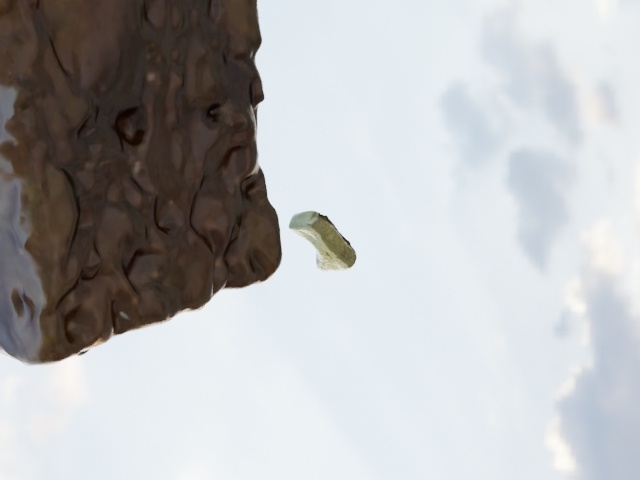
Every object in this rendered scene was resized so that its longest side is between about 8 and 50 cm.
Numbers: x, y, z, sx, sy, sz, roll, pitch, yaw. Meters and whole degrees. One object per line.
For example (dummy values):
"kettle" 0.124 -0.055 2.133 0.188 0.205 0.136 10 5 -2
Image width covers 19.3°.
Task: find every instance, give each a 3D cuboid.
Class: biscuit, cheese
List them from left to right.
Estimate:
"biscuit" -0.187 -0.121 1.478 0.342 0.166 0.395 -18 -74 -54
"cheese" 0.000 0.000 1.809 0.083 0.044 0.030 46 -143 -41
